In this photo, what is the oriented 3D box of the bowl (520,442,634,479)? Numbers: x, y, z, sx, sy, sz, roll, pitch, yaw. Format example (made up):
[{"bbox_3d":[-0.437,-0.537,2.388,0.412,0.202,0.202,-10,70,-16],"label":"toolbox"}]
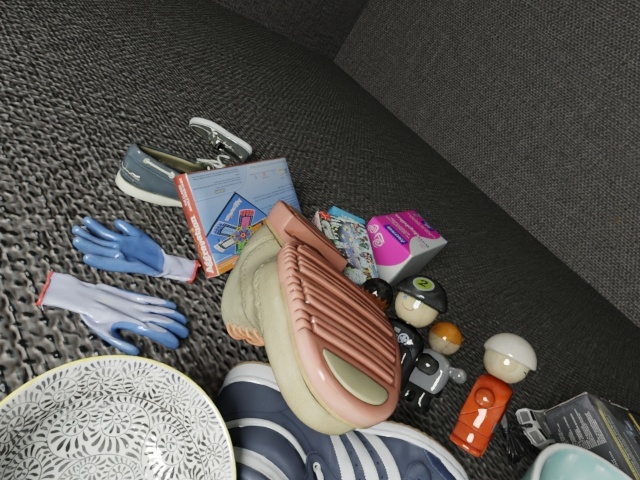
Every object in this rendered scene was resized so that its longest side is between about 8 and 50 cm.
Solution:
[{"bbox_3d":[0.262,0.376,0.385,0.312,0.163,0.311,27,28,-16],"label":"bowl"}]

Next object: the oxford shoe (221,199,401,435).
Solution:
[{"bbox_3d":[-0.031,0.078,0.461,0.140,0.146,0.397,41,7,-17],"label":"oxford shoe"}]

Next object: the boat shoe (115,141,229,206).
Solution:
[{"bbox_3d":[-0.194,-0.099,0.698,0.255,0.079,0.095,13,33,-39],"label":"boat shoe"}]

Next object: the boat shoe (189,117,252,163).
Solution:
[{"bbox_3d":[-0.213,-0.210,0.894,0.142,0.049,0.040,27,66,-8],"label":"boat shoe"}]

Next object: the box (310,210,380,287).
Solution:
[{"bbox_3d":[0.039,0.021,0.660,0.094,0.027,0.136,13,45,-27],"label":"box"}]

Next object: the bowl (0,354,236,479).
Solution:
[{"bbox_3d":[-0.152,0.174,0.291,0.170,0.080,0.170,20,48,-23],"label":"bowl"}]

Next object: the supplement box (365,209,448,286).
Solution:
[{"bbox_3d":[0.164,0.017,0.904,0.111,0.114,0.220,47,30,18],"label":"supplement box"}]

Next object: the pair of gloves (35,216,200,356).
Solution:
[{"bbox_3d":[-0.223,0.046,0.497,0.159,0.023,0.198,24,29,-23],"label":"pair of gloves"}]

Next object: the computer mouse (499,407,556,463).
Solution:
[{"bbox_3d":[0.361,0.325,0.721,0.193,0.042,0.106,18,34,-26],"label":"computer mouse"}]

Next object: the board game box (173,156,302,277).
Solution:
[{"bbox_3d":[-0.112,-0.053,0.695,0.281,0.027,0.144,-32,107,-62],"label":"board game box"}]

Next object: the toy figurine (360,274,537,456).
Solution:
[{"bbox_3d":[0.128,0.139,0.541,0.213,0.148,0.209,30,-7,-10],"label":"toy figurine"}]

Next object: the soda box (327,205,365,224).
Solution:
[{"bbox_3d":[0.035,0.043,0.714,0.071,0.067,0.210,24,40,-22],"label":"soda box"}]

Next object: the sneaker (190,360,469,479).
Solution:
[{"bbox_3d":[0.017,0.233,0.391,0.282,0.099,0.153,27,22,-3],"label":"sneaker"}]

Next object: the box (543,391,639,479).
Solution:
[{"bbox_3d":[0.538,0.454,0.618,0.319,0.097,0.394,25,36,-25],"label":"box"}]
